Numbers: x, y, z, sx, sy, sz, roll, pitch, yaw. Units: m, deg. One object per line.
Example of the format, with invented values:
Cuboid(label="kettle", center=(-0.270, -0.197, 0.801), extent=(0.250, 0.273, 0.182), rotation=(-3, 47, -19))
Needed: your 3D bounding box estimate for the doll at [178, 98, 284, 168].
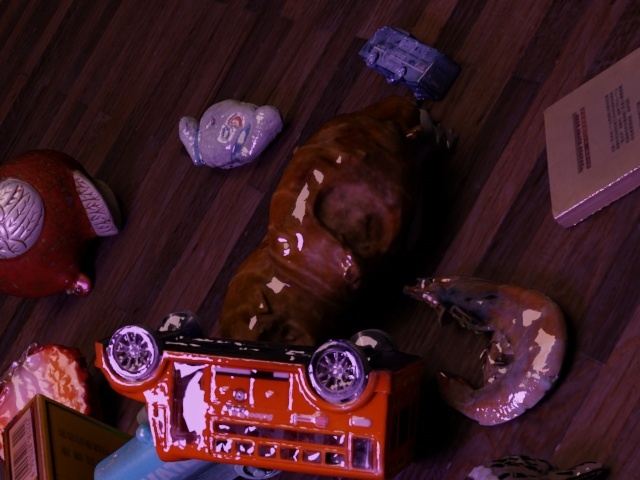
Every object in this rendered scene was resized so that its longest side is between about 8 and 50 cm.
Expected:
Cuboid(label="doll", center=(-0.129, -0.151, 2.102), extent=(0.214, 0.071, 0.103), rotation=(2, 78, 47))

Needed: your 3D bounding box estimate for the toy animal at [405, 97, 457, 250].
Cuboid(label="toy animal", center=(0.123, -0.091, 1.720), extent=(0.075, 0.041, 0.217), rotation=(-33, 44, 39))

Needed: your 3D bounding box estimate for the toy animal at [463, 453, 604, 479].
Cuboid(label="toy animal", center=(0.179, 0.227, 1.312), extent=(0.137, 0.098, 0.098), rotation=(-45, 34, 22))

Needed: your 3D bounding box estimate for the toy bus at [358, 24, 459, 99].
Cuboid(label="toy bus", center=(0.109, -0.223, 1.844), extent=(0.065, 0.047, 0.166), rotation=(-53, 33, 2))

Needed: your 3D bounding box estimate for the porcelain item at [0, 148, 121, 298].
Cuboid(label="porcelain item", center=(-0.431, -0.008, 2.322), extent=(0.253, 0.253, 0.253), rotation=(-35, 38, 34))

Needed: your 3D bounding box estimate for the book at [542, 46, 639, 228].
Cuboid(label="book", center=(0.321, -0.126, 1.476), extent=(0.231, 0.026, 0.161), rotation=(-33, 39, 36))

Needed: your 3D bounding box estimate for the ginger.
Cuboid(label="ginger", center=(0.006, -0.008, 1.697), extent=(0.357, 0.152, 0.274), rotation=(-62, 4, 16))

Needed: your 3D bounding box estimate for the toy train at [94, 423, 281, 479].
Cuboid(label="toy train", center=(-0.149, 0.245, 1.711), extent=(0.248, 0.159, 0.101), rotation=(-37, 43, 30))

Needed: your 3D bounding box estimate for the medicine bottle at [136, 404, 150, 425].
Cuboid(label="medicine bottle", center=(-0.196, 0.213, 1.908), extent=(0.083, 0.047, 0.047), rotation=(-46, 33, 22))

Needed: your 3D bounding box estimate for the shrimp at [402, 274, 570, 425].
Cuboid(label="shrimp", center=(0.153, 0.101, 1.500), extent=(0.251, 0.052, 0.143), rotation=(23, 86, 58))

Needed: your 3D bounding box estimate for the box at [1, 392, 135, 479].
Cuboid(label="box", center=(-0.273, 0.338, 1.771), extent=(0.084, 0.193, 0.301), rotation=(-48, 33, 19))

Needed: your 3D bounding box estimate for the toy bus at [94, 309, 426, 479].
Cuboid(label="toy bus", center=(-0.067, 0.160, 1.522), extent=(0.329, 0.143, 0.153), rotation=(5, 94, 17))

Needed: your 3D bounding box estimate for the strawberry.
Cuboid(label="strawberry", center=(-0.362, 0.264, 2.066), extent=(0.190, 0.111, 0.236), rotation=(-39, 59, 13))
